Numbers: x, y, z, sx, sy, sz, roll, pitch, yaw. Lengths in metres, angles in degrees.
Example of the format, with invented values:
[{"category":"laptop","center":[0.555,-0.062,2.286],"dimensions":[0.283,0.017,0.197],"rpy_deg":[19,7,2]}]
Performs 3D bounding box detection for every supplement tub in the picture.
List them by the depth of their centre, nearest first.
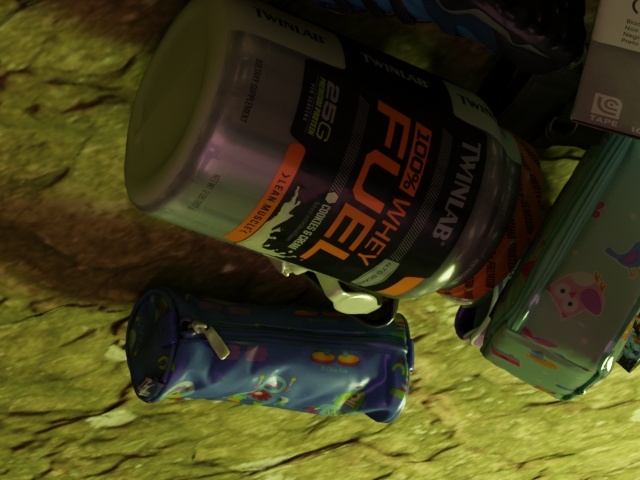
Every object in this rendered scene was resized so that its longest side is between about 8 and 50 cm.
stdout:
[{"category":"supplement tub","center":[0.014,-0.067,1.179],"dimensions":[0.316,0.194,0.193],"rpy_deg":[19,132,-25]}]

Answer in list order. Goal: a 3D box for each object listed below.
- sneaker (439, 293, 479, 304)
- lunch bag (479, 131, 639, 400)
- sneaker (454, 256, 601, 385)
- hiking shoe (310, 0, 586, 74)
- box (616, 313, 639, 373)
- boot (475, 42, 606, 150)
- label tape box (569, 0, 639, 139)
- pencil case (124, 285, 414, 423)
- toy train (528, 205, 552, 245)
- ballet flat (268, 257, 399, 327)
[{"category":"sneaker","center":[0.112,0.018,1.372],"dimensions":[0.058,0.152,0.084],"rpy_deg":[-39,145,-7]},{"category":"lunch bag","center":[0.235,0.016,1.235],"dimensions":[0.107,0.224,0.279],"rpy_deg":[29,169,6]},{"category":"sneaker","center":[0.220,0.085,1.505],"dimensions":[0.161,0.102,0.282],"rpy_deg":[-11,150,2]},{"category":"hiking shoe","center":[0.057,-0.213,1.059],"dimensions":[0.304,0.113,0.132],"rpy_deg":[35,143,-2]},{"category":"box","center":[0.385,0.020,1.424],"dimensions":[0.233,0.044,0.159],"rpy_deg":[-31,155,-39]},{"category":"boot","center":[0.271,-0.146,1.258],"dimensions":[0.229,0.091,0.263],"rpy_deg":[12,137,-29]},{"category":"label tape box","center":[0.277,-0.262,0.992],"dimensions":[0.105,0.241,0.334],"rpy_deg":[18,142,12]},{"category":"pencil case","center":[-0.047,0.117,1.463],"dimensions":[0.306,0.119,0.133],"rpy_deg":[8,159,-25]},{"category":"toy train","center":[0.189,-0.032,1.412],"dimensions":[0.125,0.046,0.166],"rpy_deg":[-28,142,16]},{"category":"ballet flat","center":[0.000,0.000,1.355],"dimensions":[0.095,0.096,0.280],"rpy_deg":[-30,138,21]}]
